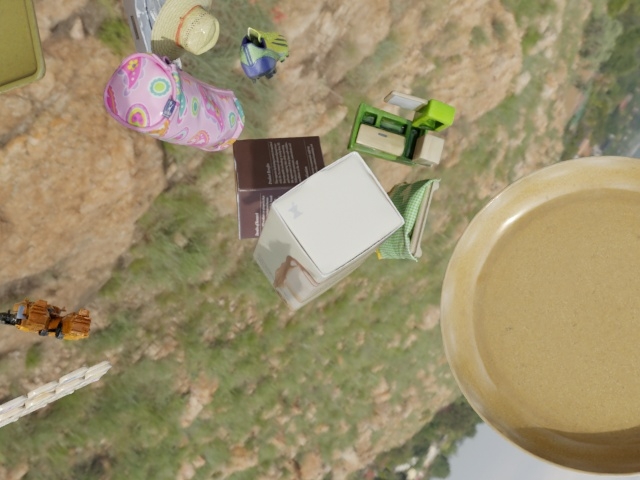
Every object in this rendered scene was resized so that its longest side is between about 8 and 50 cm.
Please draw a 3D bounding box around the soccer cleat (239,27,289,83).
[{"bbox_3d":[-0.148,-0.512,1.826,0.289,0.093,0.121,-78,149,-57],"label":"soccer cleat"}]

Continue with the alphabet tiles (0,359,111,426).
[{"bbox_3d":[-0.534,0.304,1.307,0.284,0.021,0.278,-25,173,-35],"label":"alphabet tiles"}]

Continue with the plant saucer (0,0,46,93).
[{"bbox_3d":[-0.571,-0.341,1.067,0.333,0.332,0.081,-15,171,11],"label":"plant saucer"}]

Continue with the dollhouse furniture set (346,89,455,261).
[{"bbox_3d":[0.128,-0.120,1.354,0.197,0.151,0.301,167,-61,-78],"label":"dollhouse furniture set"}]

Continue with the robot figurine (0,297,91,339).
[{"bbox_3d":[-0.677,0.196,1.733,0.211,0.291,0.085,19,77,-31],"label":"robot figurine"}]

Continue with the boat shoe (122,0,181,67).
[{"bbox_3d":[-0.346,-0.476,1.432,0.088,0.096,0.267,-21,112,-27],"label":"boat shoe"}]

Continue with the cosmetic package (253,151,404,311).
[{"bbox_3d":[0.000,0.000,1.075,0.153,0.129,0.296,-33,173,-16],"label":"cosmetic package"}]

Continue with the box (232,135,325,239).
[{"bbox_3d":[-0.092,-0.121,1.591,0.203,0.168,0.167,-4,140,-7],"label":"box"}]

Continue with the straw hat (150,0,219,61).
[{"bbox_3d":[-0.192,-0.327,1.083,0.144,0.061,0.144,-52,168,-16],"label":"straw hat"}]

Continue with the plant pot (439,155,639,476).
[{"bbox_3d":[0.207,0.053,0.526,0.236,0.236,0.032,-55,149,8],"label":"plant pot"}]

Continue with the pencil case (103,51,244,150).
[{"bbox_3d":[-0.219,-0.213,1.103,0.124,0.124,0.284,-56,168,8],"label":"pencil case"}]
